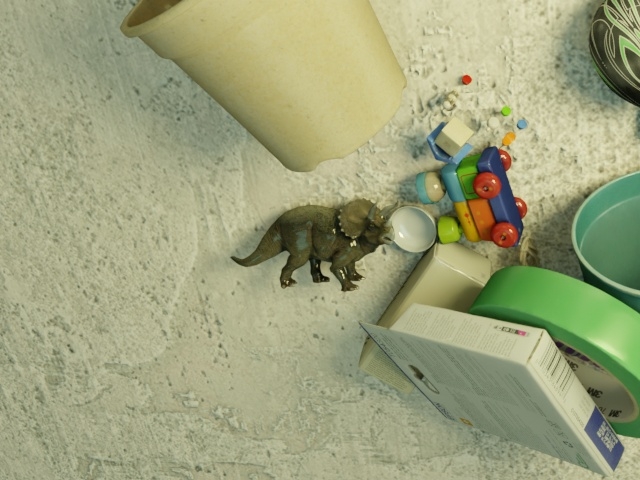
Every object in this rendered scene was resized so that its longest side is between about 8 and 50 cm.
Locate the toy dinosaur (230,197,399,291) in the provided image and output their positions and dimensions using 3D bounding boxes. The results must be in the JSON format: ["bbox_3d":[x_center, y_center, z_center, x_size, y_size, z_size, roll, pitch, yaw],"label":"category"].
[{"bbox_3d":[0.000,0.000,1.355,0.313,0.121,0.160,2,102,26],"label":"toy dinosaur"}]

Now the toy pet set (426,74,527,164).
[{"bbox_3d":[0.225,-0.166,1.206,0.122,0.114,0.065,42,158,6],"label":"toy pet set"}]

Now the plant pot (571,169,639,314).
[{"bbox_3d":[0.521,0.072,1.167,0.271,0.272,0.255,-7,130,18],"label":"plant pot"}]

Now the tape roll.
[{"bbox_3d":[0.371,0.167,1.174,0.321,0.077,0.321,34,162,12],"label":"tape roll"}]

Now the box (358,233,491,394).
[{"bbox_3d":[0.178,0.130,1.374,0.113,0.094,0.275,30,121,-3],"label":"box"}]

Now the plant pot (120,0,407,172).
[{"bbox_3d":[-0.046,-0.276,1.102,0.333,0.334,0.305,-26,120,25],"label":"plant pot"}]

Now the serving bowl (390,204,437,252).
[{"bbox_3d":[0.158,-0.023,1.328,0.083,0.027,0.083,12,119,23],"label":"serving bowl"}]

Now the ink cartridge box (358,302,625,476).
[{"bbox_3d":[0.267,0.222,1.252,0.330,0.071,0.324,11,150,49],"label":"ink cartridge box"}]

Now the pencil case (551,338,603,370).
[{"bbox_3d":[0.434,0.156,1.333,0.206,0.086,0.088,29,160,-2],"label":"pencil case"}]

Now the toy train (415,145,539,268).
[{"bbox_3d":[0.255,-0.019,1.274,0.143,0.105,0.248,-10,116,31],"label":"toy train"}]

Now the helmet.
[{"bbox_3d":[0.441,-0.262,1.058,0.161,0.169,0.169,36,123,-26],"label":"helmet"}]
